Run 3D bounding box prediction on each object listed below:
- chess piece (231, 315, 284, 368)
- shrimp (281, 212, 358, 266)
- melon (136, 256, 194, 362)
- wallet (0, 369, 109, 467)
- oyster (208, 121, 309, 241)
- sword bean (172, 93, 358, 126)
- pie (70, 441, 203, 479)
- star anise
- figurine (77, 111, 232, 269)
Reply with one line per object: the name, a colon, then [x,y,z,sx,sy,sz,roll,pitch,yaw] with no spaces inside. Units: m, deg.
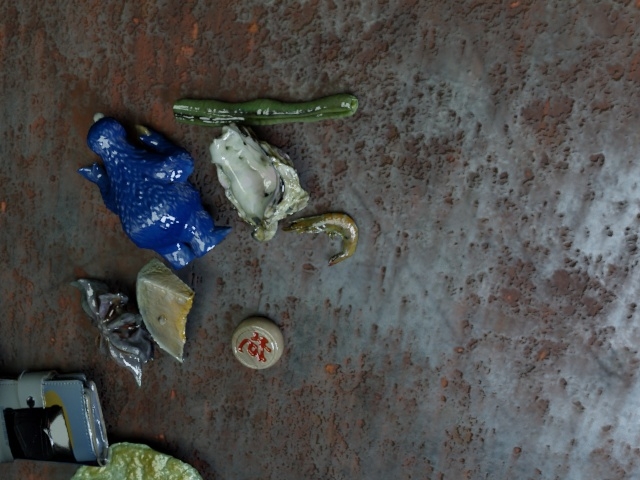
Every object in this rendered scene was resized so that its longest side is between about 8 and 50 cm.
chess piece: [-0.097,0.159,1.381,0.083,0.038,0.084,4,109,11]
shrimp: [0.000,0.000,1.308,0.114,0.023,0.083,-3,111,12]
melon: [-0.240,0.116,1.377,0.098,0.054,0.182,30,138,14]
wallet: [-0.471,0.303,1.498,0.230,0.069,0.170,-2,99,21]
oyster: [-0.089,-0.083,1.281,0.163,0.081,0.191,31,130,21]
sword bean: [-0.078,-0.185,1.255,0.269,0.038,0.043,0,134,14]
pie: [-0.310,0.465,1.512,0.274,0.105,0.257,-11,96,17]
star anise: [-0.320,0.136,1.391,0.204,0.061,0.181,22,129,44]
figurine: [-0.254,-0.071,1.294,0.262,0.121,0.164,42,117,0]
